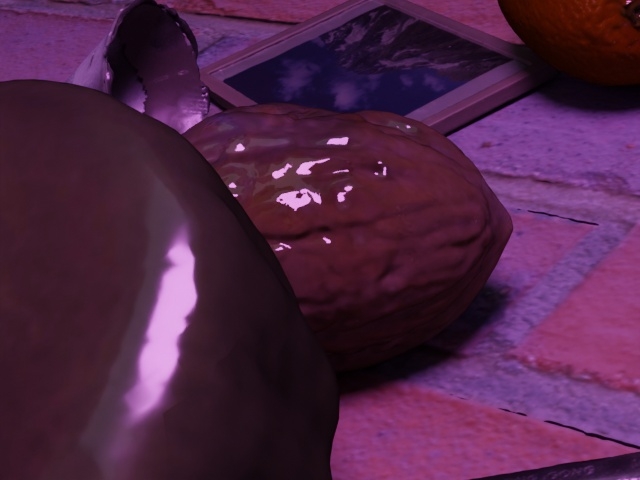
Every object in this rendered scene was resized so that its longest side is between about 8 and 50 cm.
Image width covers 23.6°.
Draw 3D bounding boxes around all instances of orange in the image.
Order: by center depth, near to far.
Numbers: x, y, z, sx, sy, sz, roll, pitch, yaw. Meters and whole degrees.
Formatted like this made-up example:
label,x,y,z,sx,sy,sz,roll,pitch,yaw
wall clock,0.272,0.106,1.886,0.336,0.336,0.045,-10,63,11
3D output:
label,x,y,z,sx,sy,sz,roll,pitch,yaw
orange,0.222,-0.207,1.129,0.206,0.206,0.206,-12,30,7

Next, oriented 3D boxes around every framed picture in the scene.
label,x,y,z,sx,sy,sz,roll,pitch,yaw
framed picture,0.035,-0.135,1.267,0.209,0.019,0.281,-28,32,-20

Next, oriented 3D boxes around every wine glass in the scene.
label,x,y,z,sx,sy,sz,roll,pitch,yaw
wine glass,-0.221,-0.103,1.225,0.232,0.156,0.156,-6,31,26

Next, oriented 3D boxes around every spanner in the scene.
label,x,y,z,sx,sy,sz,roll,pitch,yaw
spanner,0.110,0.126,0.788,0.254,0.015,0.054,-10,32,10

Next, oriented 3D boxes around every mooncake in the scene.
label,x,y,z,sx,sy,sz,roll,pitch,yaw
mooncake,-0.168,0.095,0.745,0.351,0.187,0.351,-12,56,18

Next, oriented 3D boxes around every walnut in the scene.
label,x,y,z,sx,sy,sz,roll,pitch,yaw
walnut,0.000,-0.002,0.916,0.230,0.178,0.178,-3,30,3
